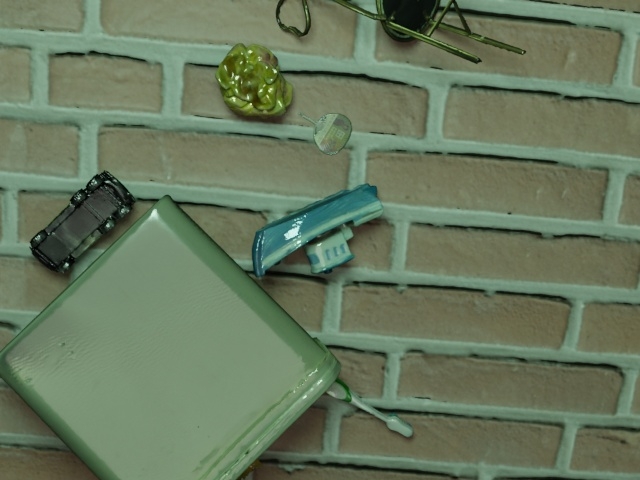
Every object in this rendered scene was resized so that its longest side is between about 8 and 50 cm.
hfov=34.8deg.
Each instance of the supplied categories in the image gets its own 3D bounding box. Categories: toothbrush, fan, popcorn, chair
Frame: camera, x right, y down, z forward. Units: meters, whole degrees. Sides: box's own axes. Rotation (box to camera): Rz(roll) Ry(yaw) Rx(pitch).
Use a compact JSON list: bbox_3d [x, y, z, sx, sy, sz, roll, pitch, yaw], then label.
[{"bbox_3d":[0.015,0.222,1.569,0.304,0.030,0.030,31,101,-11],"label":"toothbrush"},{"bbox_3d":[0.012,-0.165,1.476,0.060,0.003,0.080,-31,105,4],"label":"fan"},{"bbox_3d":[-0.093,-0.215,1.417,0.097,0.089,0.109,-40,108,19],"label":"popcorn"},{"bbox_3d":[0.114,-0.340,1.372,0.325,0.170,0.160,20,114,36],"label":"chair"}]

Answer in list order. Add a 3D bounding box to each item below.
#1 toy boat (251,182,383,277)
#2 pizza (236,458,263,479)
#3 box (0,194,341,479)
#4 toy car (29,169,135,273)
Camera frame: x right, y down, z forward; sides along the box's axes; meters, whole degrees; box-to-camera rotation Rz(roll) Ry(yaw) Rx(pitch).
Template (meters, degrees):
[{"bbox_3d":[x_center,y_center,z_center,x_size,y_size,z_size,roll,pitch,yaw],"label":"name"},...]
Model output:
[{"bbox_3d":[0.000,0.000,1.453,0.215,0.088,0.102,-24,97,-19],"label":"toy boat"},{"bbox_3d":[-0.231,0.417,1.582,0.279,0.075,0.288,1,104,-4],"label":"pizza"},{"bbox_3d":[-0.216,0.171,1.433,0.352,0.177,0.344,-44,97,-3],"label":"box"},{"bbox_3d":[-0.340,-0.027,1.459,0.165,0.062,0.071,-43,103,8],"label":"toy car"}]
